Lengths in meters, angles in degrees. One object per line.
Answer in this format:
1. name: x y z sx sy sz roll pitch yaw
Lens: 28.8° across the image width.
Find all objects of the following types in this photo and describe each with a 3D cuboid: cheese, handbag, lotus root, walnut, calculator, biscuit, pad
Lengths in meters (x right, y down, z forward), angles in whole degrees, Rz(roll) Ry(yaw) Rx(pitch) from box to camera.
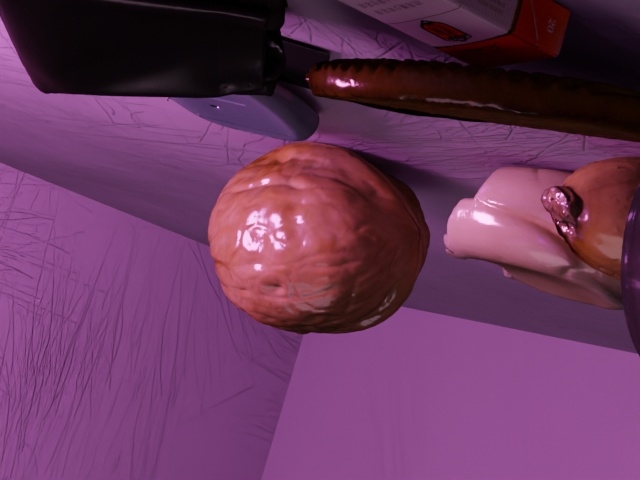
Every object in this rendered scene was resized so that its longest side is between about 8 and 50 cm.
1. cheese: 0.288 -0.002 1.508 0.233 0.127 0.266 11 170 35
2. handbag: -0.149 -0.201 1.060 0.257 0.114 0.285 11 165 -1
3. lotus root: 0.368 -0.007 1.248 0.303 0.146 0.131 20 129 -13
4. walnut: 0.000 0.002 1.688 0.313 0.252 0.277 -2 163 37
5. calculator: -0.101 -0.166 1.455 0.185 0.041 0.299 15 174 20
6. biscuit: 0.146 -0.120 1.055 0.317 0.040 0.318 7 -175 -1
7. pad: -0.111 -0.209 1.308 0.245 0.006 0.170 17 174 0

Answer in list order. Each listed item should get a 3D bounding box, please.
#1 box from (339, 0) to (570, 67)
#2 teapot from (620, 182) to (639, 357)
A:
1. box: 0.098 -0.179 0.941 0.152 0.048 0.100 18 175 -29
2. teapot: 0.454 0.030 1.004 0.344 0.253 0.300 2 179 44
